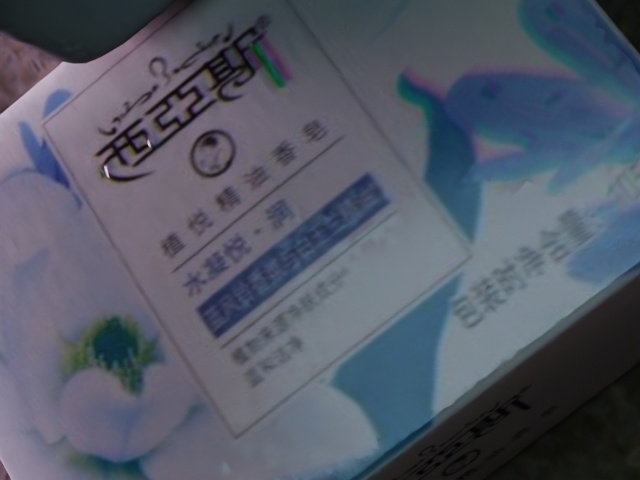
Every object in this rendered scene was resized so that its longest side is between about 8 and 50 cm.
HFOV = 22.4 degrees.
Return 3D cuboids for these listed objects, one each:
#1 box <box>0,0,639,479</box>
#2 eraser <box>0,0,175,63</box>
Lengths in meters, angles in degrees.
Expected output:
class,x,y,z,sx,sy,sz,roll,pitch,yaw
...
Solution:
class,x,y,z,sx,sy,sz,roll,pitch,yaw
box,-0.001,0.000,0.613,0.274,0.116,0.203,-38,67,10
eraser,-0.100,-0.219,0.640,0.189,0.104,0.290,-48,42,15
